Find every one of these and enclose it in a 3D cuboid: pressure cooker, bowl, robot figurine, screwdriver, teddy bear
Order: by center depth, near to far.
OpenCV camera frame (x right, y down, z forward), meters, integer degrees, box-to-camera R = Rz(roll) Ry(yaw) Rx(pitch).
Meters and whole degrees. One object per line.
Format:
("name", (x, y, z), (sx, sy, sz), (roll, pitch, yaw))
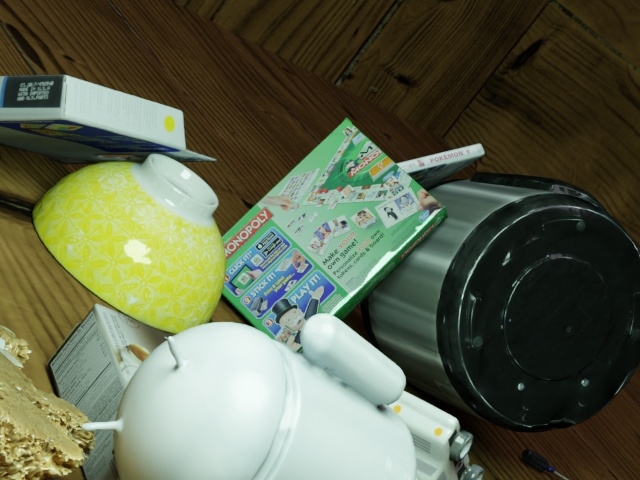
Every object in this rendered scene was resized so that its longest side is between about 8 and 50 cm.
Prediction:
("teddy bear", (-0.337, 0.152, 1.423), (0.245, 0.113, 0.338), (31, 7, -48))
("robot figurine", (-0.050, 0.204, 1.425), (0.353, 0.300, 0.200), (32, 9, -34))
("bowl", (-0.229, -0.024, 2.042), (0.289, 0.156, 0.289), (34, 15, -11))
("pressure cooker", (0.259, 0.085, 2.349), (0.375, 0.370, 0.420), (-13, 11, -21))
("screwdriver", (0.398, 0.388, 2.504), (0.170, 0.025, 0.024), (29, 18, -28))

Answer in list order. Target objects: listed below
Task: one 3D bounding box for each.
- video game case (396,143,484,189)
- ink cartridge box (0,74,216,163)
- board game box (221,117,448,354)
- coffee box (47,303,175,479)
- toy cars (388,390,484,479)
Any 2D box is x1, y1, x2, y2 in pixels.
("video game case", (0.133, -0.093, 2.367), (0.183, 0.201, 0.023), (-15, 80, -33))
("ink cartridge box", (-0.348, -0.163, 2.046), (0.303, 0.072, 0.307), (1, -5, 35))
("board game box", (0.000, 0.000, 2.195), (0.213, 0.317, 0.046), (44, -6, 23))
("coffee box", (-0.185, 0.194, 1.606), (0.141, 0.098, 0.246), (28, 19, -36))
("toy cars", (0.074, 0.263, 1.781), (0.176, 0.087, 0.393), (40, -20, -13))
